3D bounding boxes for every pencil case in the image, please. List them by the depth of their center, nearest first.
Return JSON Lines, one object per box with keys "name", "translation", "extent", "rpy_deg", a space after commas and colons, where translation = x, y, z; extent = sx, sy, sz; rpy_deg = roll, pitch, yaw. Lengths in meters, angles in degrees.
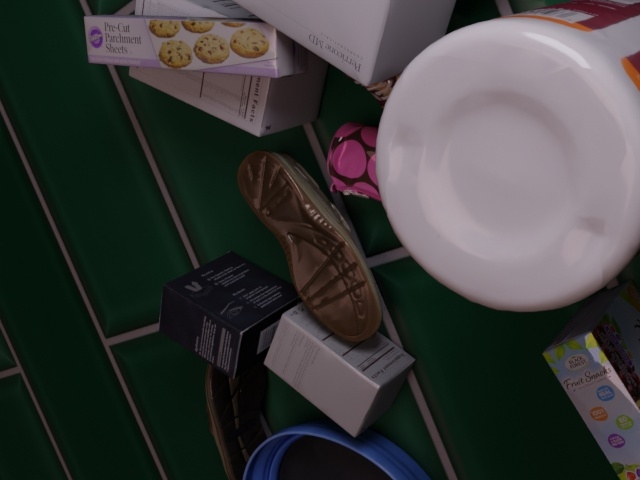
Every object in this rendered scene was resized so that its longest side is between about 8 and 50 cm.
{"name": "pencil case", "translation": [0.111, -0.080, 1.056], "extent": [0.209, 0.095, 0.098], "rpy_deg": [20, 83, 32]}

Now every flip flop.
{"name": "flip flop", "translation": [-0.147, 0.284, 1.393], "extent": [0.080, 0.112, 0.277], "rpy_deg": [21, 125, 46]}

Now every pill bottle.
{"name": "pill bottle", "translation": [0.239, -0.104, 0.753], "extent": [0.224, 0.392, 0.224], "rpy_deg": [14, 115, 33]}

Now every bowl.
{"name": "bowl", "translation": [0.045, 0.465, 1.327], "extent": [0.391, 0.077, 0.391], "rpy_deg": [14, 115, 32]}

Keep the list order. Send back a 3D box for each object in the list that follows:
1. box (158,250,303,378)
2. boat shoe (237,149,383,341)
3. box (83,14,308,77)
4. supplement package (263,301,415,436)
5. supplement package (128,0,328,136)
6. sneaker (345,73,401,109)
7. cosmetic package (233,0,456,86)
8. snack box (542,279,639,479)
{"name": "box", "translation": [-0.136, 0.109, 1.270], "extent": [0.158, 0.156, 0.093], "rpy_deg": [28, 123, 26]}
{"name": "boat shoe", "translation": [0.000, 0.000, 1.168], "extent": [0.109, 0.098, 0.302], "rpy_deg": [-39, 80, 26]}
{"name": "box", "translation": [-0.162, -0.246, 1.035], "extent": [0.324, 0.063, 0.067], "rpy_deg": [12, 111, 32]}
{"name": "supplement package", "translation": [0.026, 0.176, 1.208], "extent": [0.179, 0.105, 0.105], "rpy_deg": [36, 124, 21]}
{"name": "supplement package", "translation": [-0.124, -0.255, 1.132], "extent": [0.244, 0.134, 0.139], "rpy_deg": [28, 121, 25]}
{"name": "sneaker", "translation": [0.072, -0.204, 1.039], "extent": [0.185, 0.084, 0.069], "rpy_deg": [54, 130, 7]}
{"name": "cosmetic package", "translation": [0.031, -0.320, 0.859], "extent": [0.224, 0.138, 0.224], "rpy_deg": [37, 137, 26]}
{"name": "snack box", "translation": [0.351, 0.168, 0.917], "extent": [0.070, 0.174, 0.207], "rpy_deg": [-32, 86, 37]}
